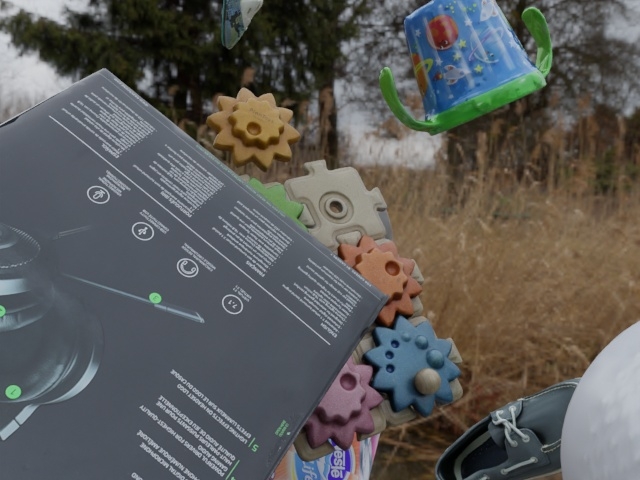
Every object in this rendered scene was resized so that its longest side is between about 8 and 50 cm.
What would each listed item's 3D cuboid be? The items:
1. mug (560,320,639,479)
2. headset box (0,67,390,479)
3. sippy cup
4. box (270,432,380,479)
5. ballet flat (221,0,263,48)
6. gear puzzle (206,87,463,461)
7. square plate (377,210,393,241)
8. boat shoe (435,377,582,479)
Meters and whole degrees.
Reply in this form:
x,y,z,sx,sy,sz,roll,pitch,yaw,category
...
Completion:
x,y,z,sx,sy,sz,roll,pitch,yaw,category
0.368,0.157,0.523,0.276,0.374,0.328,-4,5,-5,mug
-0.137,0.070,0.418,0.246,0.131,0.283,38,43,0,headset box
0.269,-0.342,1.360,0.240,0.224,0.305,-19,7,41,sippy cup
-0.059,0.285,0.755,0.154,0.142,0.300,21,-40,0,box
-0.115,-0.380,1.091,0.070,0.188,0.070,3,23,-1,ballet flat
0.000,0.000,0.628,0.175,0.339,0.044,-14,-21,-26,gear puzzle
0.077,0.122,1.347,0.049,0.344,0.347,9,-11,11,square plate
0.303,0.312,1.136,0.099,0.116,0.319,15,-45,-31,boat shoe
